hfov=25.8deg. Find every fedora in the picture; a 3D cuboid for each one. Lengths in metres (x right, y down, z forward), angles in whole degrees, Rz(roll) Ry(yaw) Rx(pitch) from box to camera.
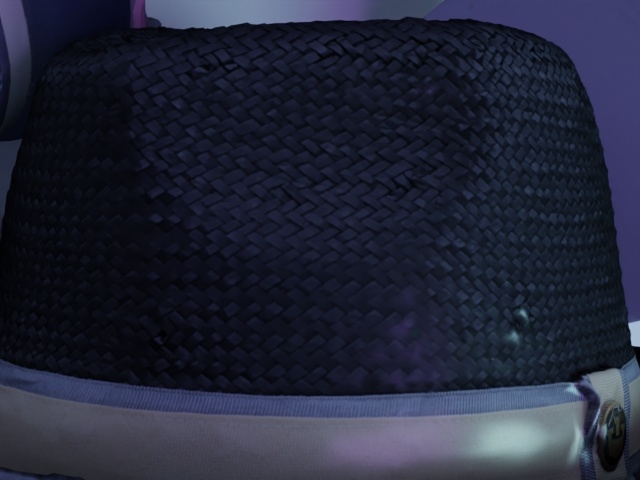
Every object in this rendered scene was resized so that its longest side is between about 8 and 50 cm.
[{"bbox_3d":[0.000,0.000,0.497,0.334,0.334,0.153,-1,95,-46],"label":"fedora"}]

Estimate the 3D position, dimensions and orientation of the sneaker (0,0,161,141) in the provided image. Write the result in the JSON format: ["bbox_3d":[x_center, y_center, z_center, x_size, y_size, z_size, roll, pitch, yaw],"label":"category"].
[{"bbox_3d":[-0.114,-0.193,0.469,0.131,0.112,0.319,-32,130,-54],"label":"sneaker"}]

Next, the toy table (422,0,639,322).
[{"bbox_3d":[0.166,-0.054,0.679,0.161,0.274,0.252,-3,92,-53],"label":"toy table"}]
